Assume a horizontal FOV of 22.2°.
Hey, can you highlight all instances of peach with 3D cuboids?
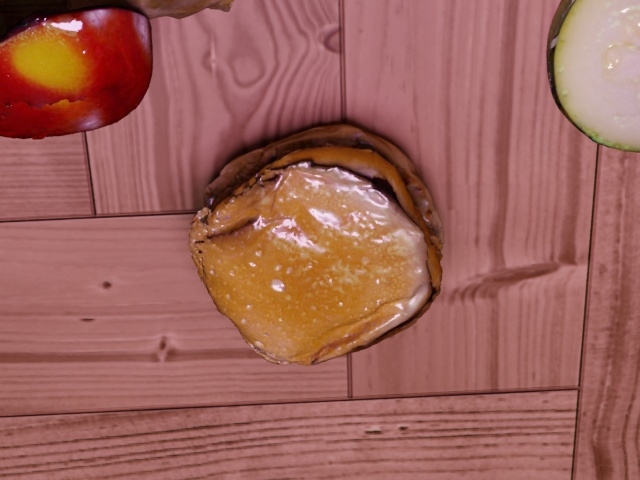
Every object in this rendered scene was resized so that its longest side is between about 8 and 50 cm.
[{"bbox_3d":[-0.232,-0.123,1.414,0.189,0.068,0.279,-14,169,-13],"label":"peach"}]

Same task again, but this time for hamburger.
[{"bbox_3d":[0.000,0.000,1.551,0.244,0.163,0.244,3,123,5],"label":"hamburger"}]

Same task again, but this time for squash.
[{"bbox_3d":[0.318,-0.181,1.518,0.219,0.041,0.219,1,123,2],"label":"squash"}]

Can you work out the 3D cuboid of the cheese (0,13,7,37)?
[{"bbox_3d":[-0.355,-0.191,1.412,0.091,0.175,0.202,17,159,32],"label":"cheese"}]

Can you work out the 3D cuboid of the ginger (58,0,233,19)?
[{"bbox_3d":[-0.145,-0.256,1.384,0.270,0.123,0.219,-42,138,21],"label":"ginger"}]
